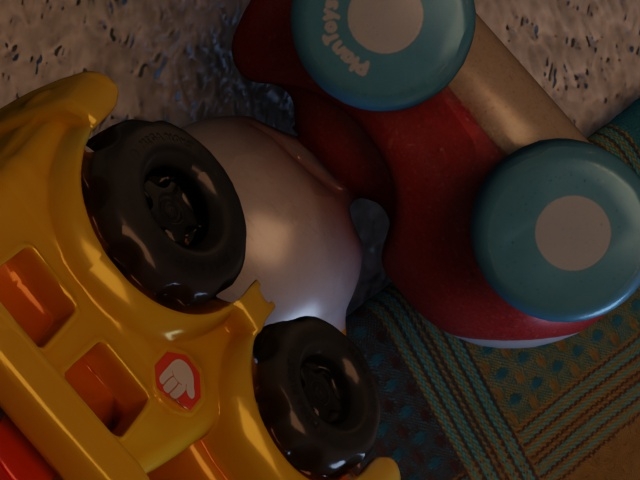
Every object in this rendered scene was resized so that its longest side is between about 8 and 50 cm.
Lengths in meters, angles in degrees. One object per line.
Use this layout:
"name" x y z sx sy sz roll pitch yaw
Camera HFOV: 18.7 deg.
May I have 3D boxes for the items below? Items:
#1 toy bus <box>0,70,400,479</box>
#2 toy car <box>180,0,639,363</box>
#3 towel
"toy bus" -0.098 0.080 0.728 0.220 0.149 0.211 52 34 -13
"toy car" 0.000 0.000 0.855 0.238 0.219 0.210 -40 93 5
"towel" 0.173 0.080 1.031 0.370 0.040 0.271 -34 103 -27
